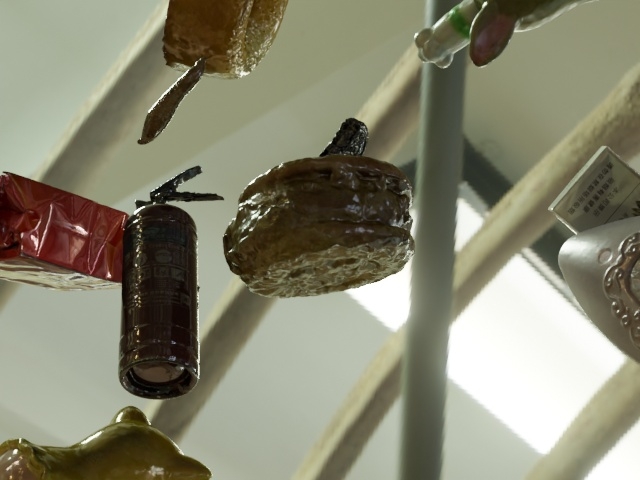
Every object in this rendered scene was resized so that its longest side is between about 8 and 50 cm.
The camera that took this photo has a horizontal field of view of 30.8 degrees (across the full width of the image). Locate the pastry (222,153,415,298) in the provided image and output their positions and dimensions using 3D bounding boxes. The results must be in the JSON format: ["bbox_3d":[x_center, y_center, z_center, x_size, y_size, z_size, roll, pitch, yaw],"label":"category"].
[{"bbox_3d":[0.000,0.000,1.432,0.240,0.132,0.235,0,-27,-12],"label":"pastry"}]

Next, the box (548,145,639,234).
[{"bbox_3d":[0.398,-0.017,1.468,0.198,0.109,0.029,40,3,-4],"label":"box"}]

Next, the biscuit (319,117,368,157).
[{"bbox_3d":[0.029,-0.121,1.546,0.027,0.087,0.089,37,-46,26],"label":"biscuit"}]

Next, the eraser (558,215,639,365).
[{"bbox_3d":[0.361,0.039,1.327,0.059,0.204,0.243,33,-7,-37],"label":"eraser"}]

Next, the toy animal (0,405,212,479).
[{"bbox_3d":[-0.228,0.236,1.071,0.156,0.230,0.156,25,-57,47],"label":"toy animal"}]

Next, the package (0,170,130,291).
[{"bbox_3d":[-0.410,-0.002,1.733,0.196,0.123,0.424,-1,-11,29],"label":"package"}]

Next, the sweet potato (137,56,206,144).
[{"bbox_3d":[-0.155,-0.145,1.209,0.026,0.115,0.026,39,3,-3],"label":"sweet potato"}]

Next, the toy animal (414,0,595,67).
[{"bbox_3d":[0.259,-0.345,1.392,0.363,0.181,0.180,-26,-71,9],"label":"toy animal"}]

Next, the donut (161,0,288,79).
[{"bbox_3d":[-0.117,-0.351,1.622,0.109,0.277,0.277,21,-36,10],"label":"donut"}]

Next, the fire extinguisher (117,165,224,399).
[{"bbox_3d":[-0.194,0.036,1.531,0.138,0.344,0.102,-6,-38,2],"label":"fire extinguisher"}]
